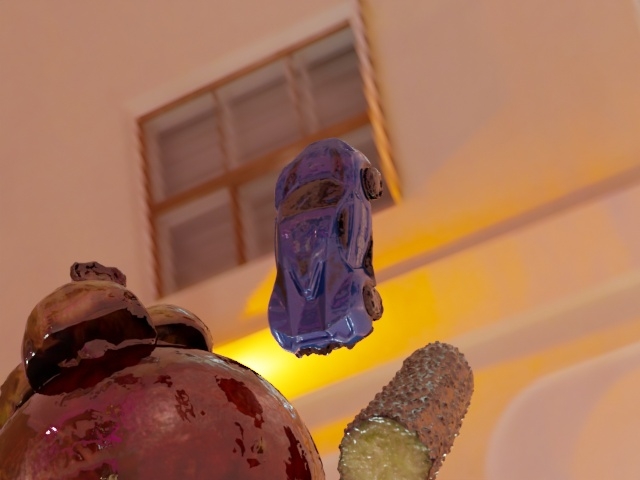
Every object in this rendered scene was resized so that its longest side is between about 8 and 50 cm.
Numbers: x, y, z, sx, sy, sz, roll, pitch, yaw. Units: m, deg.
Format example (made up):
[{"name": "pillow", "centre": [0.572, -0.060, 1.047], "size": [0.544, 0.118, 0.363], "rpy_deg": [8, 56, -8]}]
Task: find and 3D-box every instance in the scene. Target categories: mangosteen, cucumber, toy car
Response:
[{"name": "mangosteen", "centre": [-0.112, 0.130, 0.987], "size": [0.215, 0.215, 0.258], "rpy_deg": [8, -119, -66]}, {"name": "cucumber", "centre": [0.093, 0.171, 1.609], "size": [0.096, 0.096, 0.359], "rpy_deg": [66, -166, -3]}, {"name": "toy car", "centre": [0.000, 0.000, 1.463], "size": [0.063, 0.103, 0.216], "rpy_deg": [43, -139, -53]}]
